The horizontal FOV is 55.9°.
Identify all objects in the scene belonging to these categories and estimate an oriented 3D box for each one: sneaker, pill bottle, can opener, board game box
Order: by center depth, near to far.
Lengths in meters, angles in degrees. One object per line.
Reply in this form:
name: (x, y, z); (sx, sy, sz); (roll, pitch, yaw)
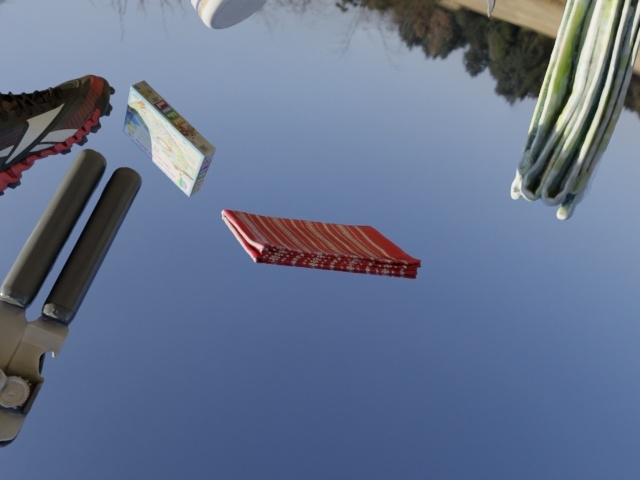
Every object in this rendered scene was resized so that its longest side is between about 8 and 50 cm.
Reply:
can opener: (-0.258, 0.048, 0.560); (0.074, 0.280, 0.093); (27, 164, -18)
board game box: (-0.233, -0.153, 0.914); (0.154, 0.103, 0.026); (44, -129, 5)
sneaker: (-0.456, -0.185, 0.934); (0.098, 0.276, 0.135); (55, 178, 38)
pill bottle: (-0.213, -0.538, 1.098); (0.265, 0.153, 0.153); (57, -150, -2)

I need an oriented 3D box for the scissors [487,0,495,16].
scissors: (0.122, -0.311, 0.435); (0.109, 0.297, 0.021); (39, -114, 21)

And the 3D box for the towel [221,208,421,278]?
towel: (0.000, 0.000, 0.944); (0.274, 0.031, 0.199); (7, -163, -26)

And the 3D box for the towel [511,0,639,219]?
towel: (0.341, -0.204, 0.755); (0.090, 0.321, 0.374); (19, -162, 20)
